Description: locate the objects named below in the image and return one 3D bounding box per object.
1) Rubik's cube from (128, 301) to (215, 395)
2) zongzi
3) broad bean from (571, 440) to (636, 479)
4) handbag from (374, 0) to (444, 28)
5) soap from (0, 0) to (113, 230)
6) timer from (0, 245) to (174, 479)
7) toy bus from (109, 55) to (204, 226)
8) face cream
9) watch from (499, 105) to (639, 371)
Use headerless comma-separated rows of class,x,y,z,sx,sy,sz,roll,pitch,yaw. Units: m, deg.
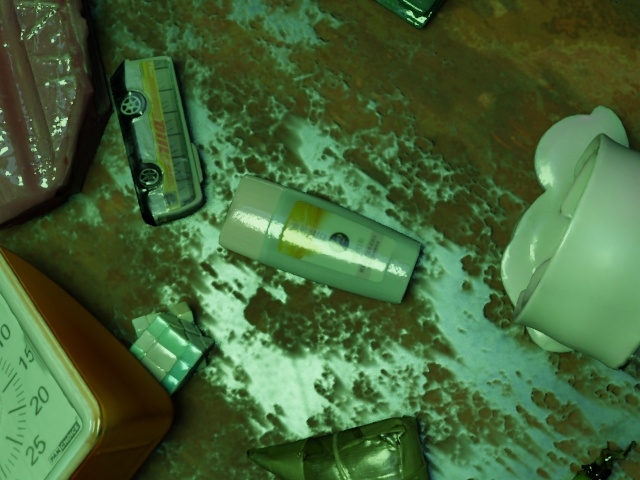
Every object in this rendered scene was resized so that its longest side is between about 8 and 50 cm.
Rubik's cube,-0.150,0.105,1.031,0.075,0.073,0.084,-35,88,16
zongzi,0.027,0.265,1.002,0.176,0.078,0.160,-16,83,11
broad bean,0.185,0.312,0.995,0.325,0.067,0.075,-41,115,-4
handbag,0.110,-0.408,1.064,0.238,0.089,0.326,36,86,6
soap,-0.328,-0.171,1.041,0.220,0.127,0.325,-14,84,2
timer,-0.303,0.168,0.967,0.250,0.161,0.257,43,105,17
toy bus,-0.167,-0.104,1.061,0.072,0.057,0.172,-13,83,-7
face cream,0.000,0.000,1.038,0.198,0.057,0.084,19,84,5
watch,0.282,-0.005,0.943,0.211,0.217,0.248,27,86,5
